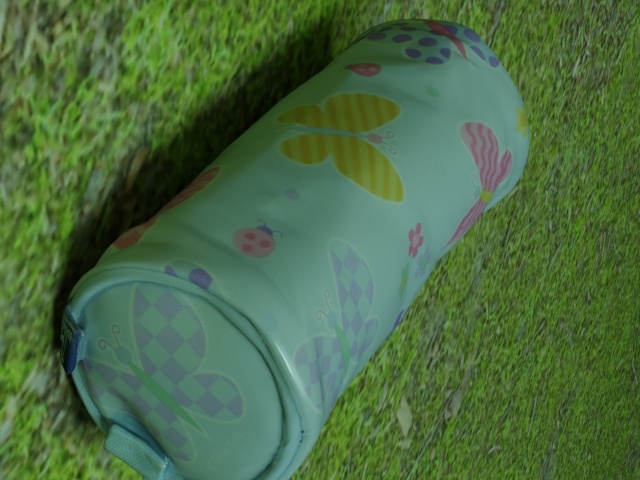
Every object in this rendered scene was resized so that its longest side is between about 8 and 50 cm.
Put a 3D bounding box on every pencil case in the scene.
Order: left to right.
[{"bbox_3d":[0.000,0.000,0.706,0.273,0.114,0.124,-48,157,-47],"label":"pencil case"}]
